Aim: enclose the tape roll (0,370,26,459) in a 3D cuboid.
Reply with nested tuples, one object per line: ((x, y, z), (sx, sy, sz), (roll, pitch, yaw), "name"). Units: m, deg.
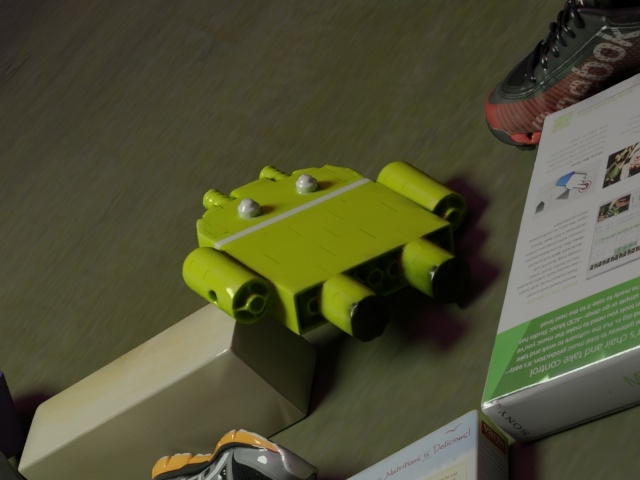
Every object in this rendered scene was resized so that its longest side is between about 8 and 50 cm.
((-0.405, 0.203, 2.016), (0.189, 0.080, 0.189), (-16, 8, 2), "tape roll")

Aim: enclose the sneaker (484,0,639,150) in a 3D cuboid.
((0.230, -0.169, 1.625), (0.276, 0.135, 0.097), (-25, 35, 39), "sneaker")

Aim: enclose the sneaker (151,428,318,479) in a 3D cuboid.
((-0.077, 0.217, 1.612), (0.215, 0.084, 0.083), (-28, 34, 51), "sneaker")

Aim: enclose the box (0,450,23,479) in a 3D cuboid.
((-0.429, 0.263, 1.852), (0.262, 0.231, 0.127), (-31, 11, 19), "box")

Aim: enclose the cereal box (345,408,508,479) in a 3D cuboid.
((0.056, 0.249, 1.394), (0.173, 0.047, 0.240), (-32, 29, 28), "cereal box")

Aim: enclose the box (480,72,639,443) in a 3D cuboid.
((0.249, -0.013, 1.469), (0.232, 0.058, 0.322), (-25, 32, 38), "box")

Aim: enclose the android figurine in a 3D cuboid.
((0.000, 0.000, 1.698), (0.248, 0.056, 0.273), (-23, 33, -25), "android figurine")

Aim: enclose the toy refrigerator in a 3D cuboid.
((-0.138, 0.151, 1.763), (0.269, 0.102, 0.094), (-31, 30, 30), "toy refrigerator")
